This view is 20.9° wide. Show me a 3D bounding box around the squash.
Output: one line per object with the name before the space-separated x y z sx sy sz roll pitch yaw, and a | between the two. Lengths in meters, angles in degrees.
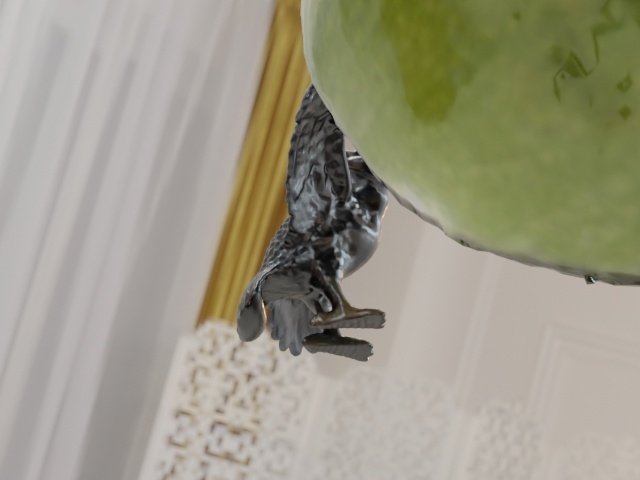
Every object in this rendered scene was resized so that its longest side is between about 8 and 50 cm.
squash | 0.145 -0.110 0.358 0.210 0.234 0.309 10 -45 -37

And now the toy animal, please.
toy animal | 0.000 0.000 0.747 0.062 0.108 0.220 8 -36 0
